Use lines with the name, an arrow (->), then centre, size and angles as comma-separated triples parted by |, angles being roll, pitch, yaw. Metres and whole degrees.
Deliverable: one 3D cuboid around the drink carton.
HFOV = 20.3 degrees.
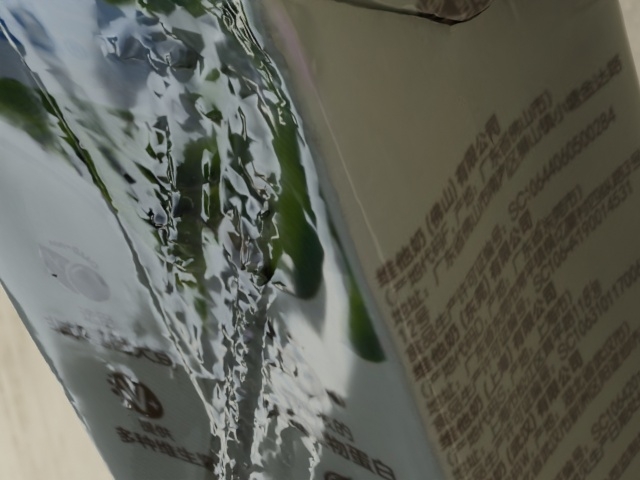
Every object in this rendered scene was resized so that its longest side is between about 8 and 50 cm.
drink carton -> 0.000, 0.000, 0.558 | 0.194, 0.132, 0.324 | 18, 144, 38
